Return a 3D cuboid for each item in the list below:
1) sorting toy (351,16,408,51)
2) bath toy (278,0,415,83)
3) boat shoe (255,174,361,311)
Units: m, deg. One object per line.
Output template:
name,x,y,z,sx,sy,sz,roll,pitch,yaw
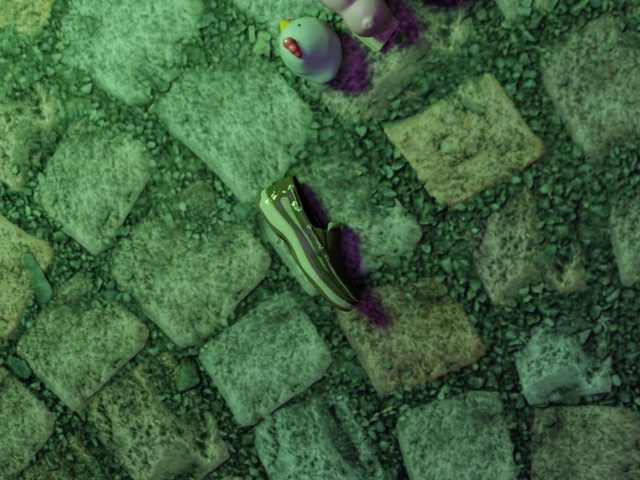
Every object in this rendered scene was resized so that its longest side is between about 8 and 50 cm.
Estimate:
sorting toy,0.100,-0.337,1.626,0.083,0.012,0.062,39,107,3
bath toy,0.056,-0.392,1.555,0.348,0.129,0.151,-42,74,21
boat shoe,-0.001,0.002,1.718,0.095,0.095,0.257,-37,95,15
